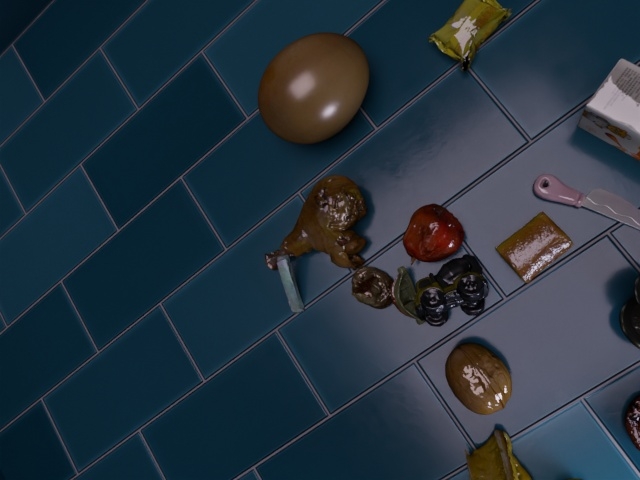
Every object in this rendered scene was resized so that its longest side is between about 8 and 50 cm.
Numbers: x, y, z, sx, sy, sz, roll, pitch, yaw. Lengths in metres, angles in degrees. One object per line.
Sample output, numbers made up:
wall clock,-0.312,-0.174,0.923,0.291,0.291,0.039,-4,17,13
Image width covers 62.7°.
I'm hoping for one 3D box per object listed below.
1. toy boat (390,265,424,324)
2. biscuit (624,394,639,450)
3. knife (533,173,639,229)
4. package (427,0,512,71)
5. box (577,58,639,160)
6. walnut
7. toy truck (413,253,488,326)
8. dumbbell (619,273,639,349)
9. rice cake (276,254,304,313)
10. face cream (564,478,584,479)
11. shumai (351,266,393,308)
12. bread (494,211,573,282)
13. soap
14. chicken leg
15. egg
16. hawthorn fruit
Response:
toy boat,0.260,0.171,1.600,0.071,0.089,0.185,-20,91,56
biscuit,0.908,0.491,1.382,0.192,0.049,0.192,-1,86,14
knife,0.772,-0.110,1.481,0.336,0.043,0.081,23,87,12
package,0.451,-0.644,1.587,0.168,0.090,0.226,43,103,13
box,0.868,-0.294,1.353,0.341,0.225,0.143,37,100,18
walnut,0.447,0.390,1.486,0.167,0.167,0.207,-39,74,12
toy truck,0.374,0.140,1.537,0.224,0.147,0.165,-21,56,6
dumbbell,0.867,0.177,1.306,0.192,0.290,0.192,-6,52,8
rice cake,-0.098,0.145,1.709,0.043,0.034,0.210,-7,114,18
face cream,0.721,0.792,1.411,0.078,0.078,0.273,-18,81,17
shumai,0.166,0.152,1.638,0.139,0.105,0.123,38,96,-9
bread,0.604,0.020,1.485,0.172,0.103,0.132,-42,69,12
soap,0.559,0.758,1.489,0.169,0.304,0.338,-26,39,22
chicken leg,0.000,0.000,1.676,0.409,0.182,0.295,-39,91,21
egg,-0.019,-0.469,1.622,0.374,0.301,0.301,-43,75,11
hawthorn fruit,0.329,-0.020,1.554,0.179,0.173,0.173,-19,81,16
